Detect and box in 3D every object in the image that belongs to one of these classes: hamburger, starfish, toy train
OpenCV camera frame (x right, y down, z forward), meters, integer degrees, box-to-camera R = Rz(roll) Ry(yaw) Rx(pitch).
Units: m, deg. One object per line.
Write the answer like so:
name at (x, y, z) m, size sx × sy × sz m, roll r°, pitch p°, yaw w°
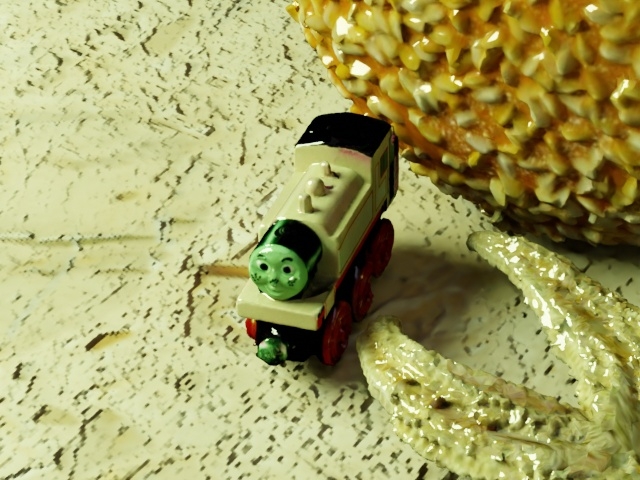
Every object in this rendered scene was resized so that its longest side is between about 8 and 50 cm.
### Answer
hamburger at (0.149, -0.169, 0.911) m, size 0.330 × 0.330 × 0.250 m, roll 23°, pitch 37°, yaw 27°
starfish at (0.163, 0.083, 0.789) m, size 0.302 × 0.060 × 0.299 m, roll -2°, pitch 31°, yaw 6°
toy train at (0.000, 0.000, 0.875) m, size 0.050 × 0.087 × 0.138 m, roll 10°, pitch 37°, yaw 17°
